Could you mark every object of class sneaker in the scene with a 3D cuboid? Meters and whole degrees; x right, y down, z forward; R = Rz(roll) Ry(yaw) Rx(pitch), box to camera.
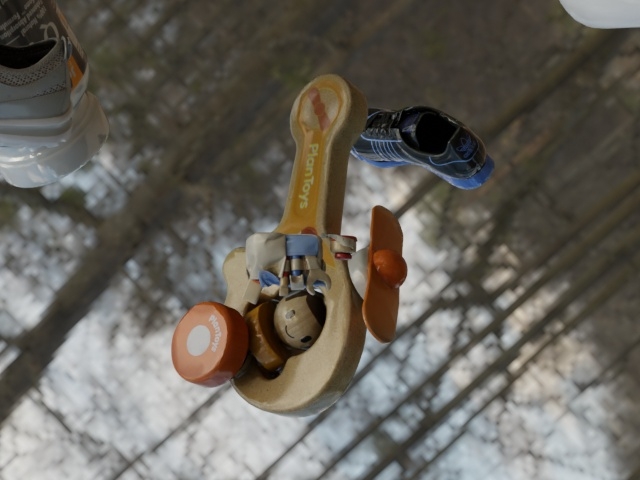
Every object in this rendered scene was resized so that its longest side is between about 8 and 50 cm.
[{"bbox_3d":[-0.366,-0.161,1.598,0.281,0.115,0.105,0,-150,-27],"label":"sneaker"},{"bbox_3d":[0.106,-0.133,2.079,0.232,0.081,0.090,18,158,39],"label":"sneaker"}]

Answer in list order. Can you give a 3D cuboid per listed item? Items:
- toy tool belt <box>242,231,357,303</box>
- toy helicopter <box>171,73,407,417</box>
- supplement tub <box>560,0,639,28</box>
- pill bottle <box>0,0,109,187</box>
[{"bbox_3d":[-0.015,0.022,1.238,0.052,0.083,0.051,50,-139,-82],"label":"toy tool belt"},{"bbox_3d":[0.000,0.000,1.687,0.235,0.355,0.140,-5,159,41],"label":"toy helicopter"},{"bbox_3d":[0.211,-0.267,0.768,0.235,0.235,0.325,-57,-37,-80],"label":"supplement tub"},{"bbox_3d":[-0.338,-0.200,1.776,0.278,0.162,0.162,63,179,-36],"label":"pill bottle"}]
